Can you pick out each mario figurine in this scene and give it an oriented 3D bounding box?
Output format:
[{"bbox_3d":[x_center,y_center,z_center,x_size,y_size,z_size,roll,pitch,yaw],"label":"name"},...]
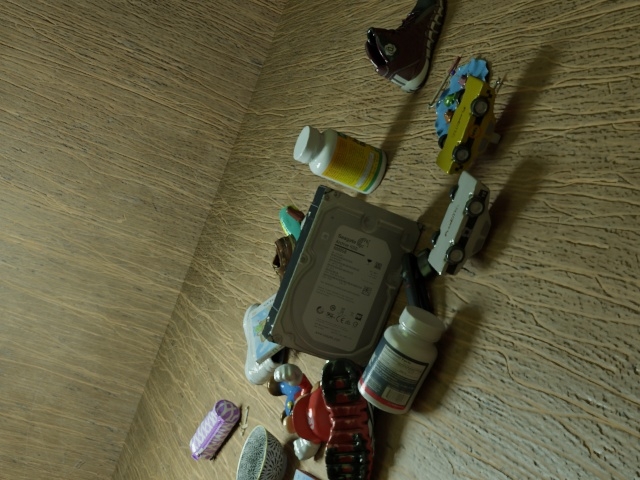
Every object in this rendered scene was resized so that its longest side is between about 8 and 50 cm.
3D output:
[{"bbox_3d":[-0.053,0.367,1.988,0.170,0.198,0.320,-60,13,-11],"label":"mario figurine"}]

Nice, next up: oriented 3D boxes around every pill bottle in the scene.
[{"bbox_3d":[0.046,-0.200,2.249,0.117,0.208,0.118,-54,24,39],"label":"pill bottle"},{"bbox_3d":[0.152,0.216,1.697,0.180,0.108,0.108,-64,20,15],"label":"pill bottle"}]

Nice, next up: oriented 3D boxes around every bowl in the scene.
[{"bbox_3d":[-0.129,0.528,2.187,0.170,0.080,0.170,-53,25,39],"label":"bowl"}]

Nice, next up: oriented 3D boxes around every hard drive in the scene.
[{"bbox_3d":[0.047,0.081,1.925,0.339,0.236,0.064,-68,20,1],"label":"hard drive"}]

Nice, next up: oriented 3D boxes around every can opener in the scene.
[{"bbox_3d":[0.187,0.093,1.800,0.073,0.059,0.186,-51,26,41],"label":"can opener"}]

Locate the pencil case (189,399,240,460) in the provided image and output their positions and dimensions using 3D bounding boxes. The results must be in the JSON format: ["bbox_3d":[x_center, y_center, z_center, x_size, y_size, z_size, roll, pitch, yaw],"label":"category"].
[{"bbox_3d":[-0.304,0.540,2.635,0.088,0.086,0.206,-37,-18,-55],"label":"pencil case"}]

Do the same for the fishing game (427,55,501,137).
[{"bbox_3d":[0.287,-0.303,1.961,0.189,0.041,0.264,-61,21,17],"label":"fishing game"}]

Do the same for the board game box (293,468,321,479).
[{"bbox_3d":[-0.059,0.638,1.968,0.145,0.027,0.281,-7,65,70],"label":"board game box"}]

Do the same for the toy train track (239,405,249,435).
[{"bbox_3d":[-0.211,0.494,2.543,0.048,0.014,0.083,-40,35,55],"label":"toy train track"}]

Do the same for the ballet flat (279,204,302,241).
[{"bbox_3d":[-0.042,0.012,2.454,0.077,0.077,0.231,-27,72,19],"label":"ballet flat"}]

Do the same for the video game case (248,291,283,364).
[{"bbox_3d":[-0.101,0.201,2.408,0.193,0.023,0.212,-37,29,13],"label":"video game case"}]

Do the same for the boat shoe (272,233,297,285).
[{"bbox_3d":[-0.098,0.058,2.405,0.178,0.060,0.064,96,154,-42],"label":"boat shoe"}]

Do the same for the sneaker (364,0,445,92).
[{"bbox_3d":[0.195,-0.506,2.222,0.106,0.162,0.281,-28,46,62],"label":"sneaker"}]

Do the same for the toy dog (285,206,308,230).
[{"bbox_3d":[0.000,0.000,2.245,0.220,0.161,0.333,-68,19,5],"label":"toy dog"}]

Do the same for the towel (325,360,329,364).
[{"bbox_3d":[0.054,0.237,2.071,0.152,0.023,0.113,-67,19,9],"label":"towel"}]

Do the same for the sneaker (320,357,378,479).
[{"bbox_3d":[0.065,0.364,1.802,0.135,0.097,0.276,9,-104,-68],"label":"sneaker"}]

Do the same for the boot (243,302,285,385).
[{"bbox_3d":[-0.140,0.258,2.504,0.123,0.095,0.258,-43,38,37],"label":"boot"}]

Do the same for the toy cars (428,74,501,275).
[{"bbox_3d":[0.283,-0.118,1.727,0.176,0.087,0.394,136,146,-61],"label":"toy cars"}]
